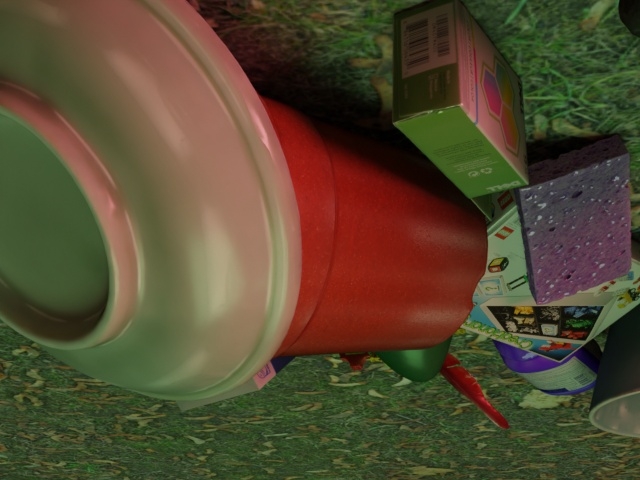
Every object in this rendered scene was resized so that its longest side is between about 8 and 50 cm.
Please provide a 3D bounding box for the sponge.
[{"bbox_3d":[0.276,-0.015,1.050,0.117,0.031,0.210,-21,139,1],"label":"sponge"}]

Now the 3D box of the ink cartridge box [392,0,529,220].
[{"bbox_3d":[0.137,-0.109,0.856,0.062,0.109,0.209,-13,152,29],"label":"ink cartridge box"}]

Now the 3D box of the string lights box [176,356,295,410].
[{"bbox_3d":[-0.063,0.096,1.167,0.133,0.076,0.260,-21,-170,38],"label":"string lights box"}]

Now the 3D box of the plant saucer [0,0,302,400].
[{"bbox_3d":[-0.203,-0.027,0.760,0.400,0.100,0.400,19,126,28],"label":"plant saucer"}]

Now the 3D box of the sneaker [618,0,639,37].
[{"bbox_3d":[0.210,-0.248,0.589,0.163,0.106,0.281,12,145,-8],"label":"sneaker"}]

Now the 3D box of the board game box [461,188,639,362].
[{"bbox_3d":[0.261,0.046,1.178,0.305,0.053,0.193,22,127,-37],"label":"board game box"}]

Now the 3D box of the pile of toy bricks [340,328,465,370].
[{"bbox_3d":[0.112,0.140,1.393,0.212,0.105,0.118,-8,153,18],"label":"pile of toy bricks"}]

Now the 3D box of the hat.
[{"bbox_3d":[0.120,0.170,1.281,0.208,0.183,0.173,15,-153,38],"label":"hat"}]

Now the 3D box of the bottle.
[{"bbox_3d":[0.323,0.152,1.427,0.118,0.092,0.283,-18,149,28],"label":"bottle"}]

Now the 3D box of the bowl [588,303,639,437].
[{"bbox_3d":[0.531,0.167,1.371,0.312,0.163,0.311,1,154,1],"label":"bowl"}]

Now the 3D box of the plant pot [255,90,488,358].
[{"bbox_3d":[0.000,0.000,0.948,0.265,0.272,0.272,8,156,-34],"label":"plant pot"}]
